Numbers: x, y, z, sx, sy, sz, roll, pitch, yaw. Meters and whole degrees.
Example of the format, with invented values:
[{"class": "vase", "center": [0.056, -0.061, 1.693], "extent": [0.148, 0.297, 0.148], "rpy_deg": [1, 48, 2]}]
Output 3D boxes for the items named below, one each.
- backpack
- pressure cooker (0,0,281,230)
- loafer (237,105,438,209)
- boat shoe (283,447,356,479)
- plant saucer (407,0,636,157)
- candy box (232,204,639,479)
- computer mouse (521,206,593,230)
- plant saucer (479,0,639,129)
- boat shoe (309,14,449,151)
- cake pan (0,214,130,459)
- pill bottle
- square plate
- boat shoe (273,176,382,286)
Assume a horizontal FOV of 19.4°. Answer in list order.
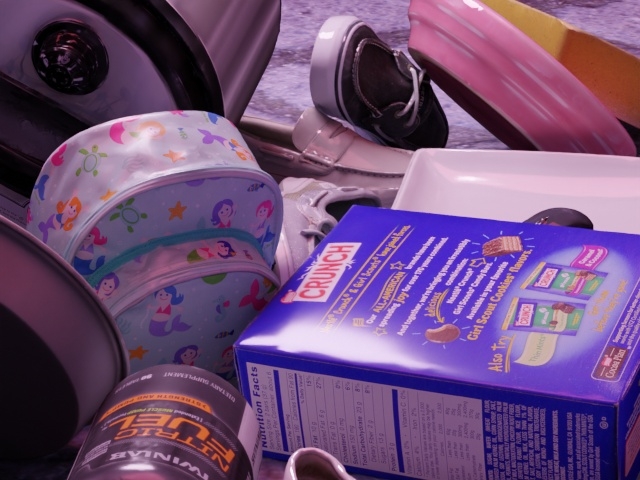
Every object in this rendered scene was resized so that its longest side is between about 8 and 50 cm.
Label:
[{"class": "backpack", "center": [-0.141, 0.020, 1.605], "extent": [0.225, 0.253, 0.191], "rpy_deg": [-9, 40, -27]}, {"class": "pressure cooker", "center": [-0.259, -0.188, 1.961], "extent": [0.369, 0.375, 0.420], "rpy_deg": [-6, 33, 19]}, {"class": "loafer", "center": [-0.005, -0.098, 2.162], "extent": [0.319, 0.111, 0.112], "rpy_deg": [5, 19, 15]}, {"class": "boat shoe", "center": [0.028, 0.219, 1.244], "extent": [0.098, 0.096, 0.277], "rpy_deg": [-8, 20, -23]}, {"class": "plant saucer", "center": [0.223, -0.177, 2.215], "extent": [0.332, 0.084, 0.332], "rpy_deg": [39, 0, 0]}, {"class": "candy box", "center": [0.126, 0.089, 1.546], "extent": [0.317, 0.122, 0.268], "rpy_deg": [8, 30, 22]}, {"class": "computer mouse", "center": [0.168, 0.021, 1.780], "extent": [0.242, 0.041, 0.071], "rpy_deg": [-29, 38, -32]}, {"class": "plant saucer", "center": [0.353, -0.213, 2.400], "extent": [0.332, 0.081, 0.333], "rpy_deg": [21, 9, -26]}, {"class": "boat shoe", "center": [0.082, -0.184, 2.251], "extent": [0.119, 0.121, 0.335], "rpy_deg": [15, -5, 20]}, {"class": "cake pan", "center": [-0.291, 0.071, 1.453], "extent": [0.293, 0.293, 0.054], "rpy_deg": [7, 49, 22]}, {"class": "pill bottle", "center": [-0.114, 0.189, 1.286], "extent": [0.130, 0.130, 0.246], "rpy_deg": [1, 19, 3]}, {"class": "square plate", "center": [0.240, -0.004, 1.929], "extent": [0.347, 0.049, 0.344], "rpy_deg": [4, 26, 12]}, {"class": "boat shoe", "center": [0.000, 0.002, 1.868], "extent": [0.103, 0.118, 0.320], "rpy_deg": [-3, 11, 6]}]
